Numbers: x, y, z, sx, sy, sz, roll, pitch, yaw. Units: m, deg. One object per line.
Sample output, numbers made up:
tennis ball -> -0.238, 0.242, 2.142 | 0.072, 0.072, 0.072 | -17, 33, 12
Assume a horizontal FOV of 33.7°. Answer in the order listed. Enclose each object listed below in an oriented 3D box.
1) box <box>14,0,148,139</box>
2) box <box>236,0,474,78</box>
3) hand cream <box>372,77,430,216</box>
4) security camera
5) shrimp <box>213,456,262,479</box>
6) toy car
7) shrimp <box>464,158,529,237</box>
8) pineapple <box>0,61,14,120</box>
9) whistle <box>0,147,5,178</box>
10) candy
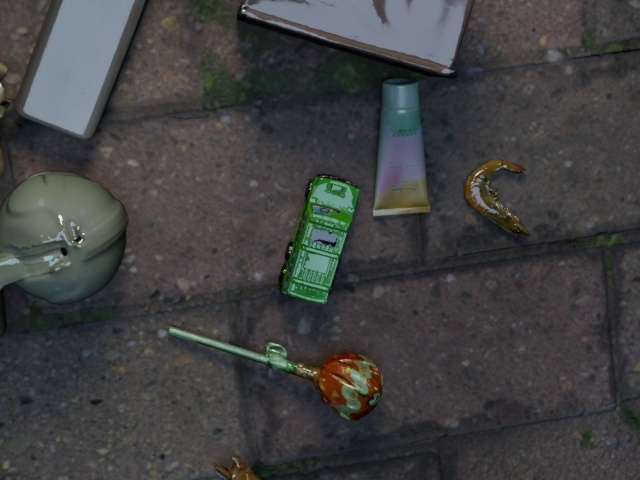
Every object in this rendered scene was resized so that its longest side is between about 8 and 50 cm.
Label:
box -> -0.276, -0.247, 1.256 | 0.103, 0.055, 0.243 | 22, 98, -11
box -> 0.045, -0.292, 1.220 | 0.252, 0.188, 0.153 | 16, 99, -7
hand cream -> 0.103, -0.116, 1.337 | 0.076, 0.047, 0.174 | -4, 110, -7
security camera -> -0.360, 0.015, 1.231 | 0.277, 0.191, 0.197 | -21, 103, -5
shrimp -> -0.122, 0.372, 1.398 | 0.133, 0.051, 0.187 | -10, 105, -5
toy car -> 0.000, 0.000, 1.334 | 0.071, 0.062, 0.165 | 16, 99, -9
shrimp -> 0.244, -0.057, 1.373 | 0.114, 0.023, 0.083 | 41, 91, -9
pineapple -> -0.471, -0.211, 1.175 | 0.262, 0.262, 0.272 | -46, 116, 3
whistle -> -0.435, -0.084, 1.204 | 0.107, 0.220, 0.057 | -1, 84, -44
candy -> -0.058, 0.160, 1.363 | 0.288, 0.078, 0.084 | 16, 111, -2
